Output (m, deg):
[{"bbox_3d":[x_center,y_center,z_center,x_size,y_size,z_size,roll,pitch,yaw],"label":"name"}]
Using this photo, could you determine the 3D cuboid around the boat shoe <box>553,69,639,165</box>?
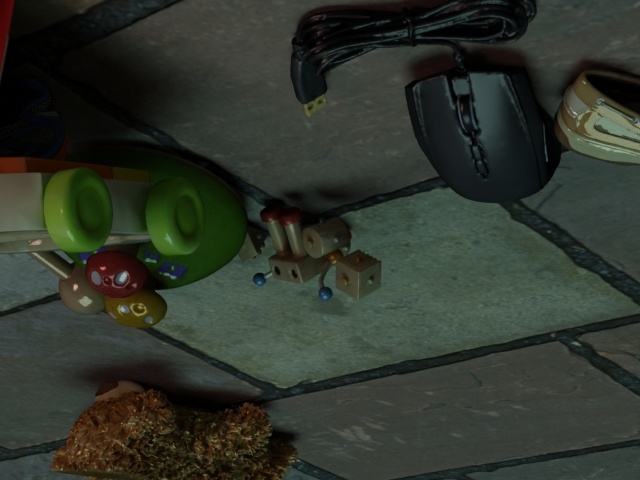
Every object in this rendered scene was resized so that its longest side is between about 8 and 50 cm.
[{"bbox_3d":[0.268,-0.083,1.094,0.190,0.068,0.072,8,142,-7],"label":"boat shoe"}]

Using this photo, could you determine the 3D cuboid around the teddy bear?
[{"bbox_3d":[-0.169,0.238,1.799,0.338,0.113,0.245,16,160,-38],"label":"teddy bear"}]

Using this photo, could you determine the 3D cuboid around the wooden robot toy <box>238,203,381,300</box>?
[{"bbox_3d":[0.000,0.000,1.317,0.079,0.076,0.173,-24,-159,-36],"label":"wooden robot toy"}]

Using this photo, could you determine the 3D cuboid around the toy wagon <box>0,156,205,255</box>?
[{"bbox_3d":[-0.257,-0.015,1.061,0.267,0.068,0.344,-6,176,26],"label":"toy wagon"}]

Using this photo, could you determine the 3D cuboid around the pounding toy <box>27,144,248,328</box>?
[{"bbox_3d":[-0.180,0.020,1.299,0.236,0.110,0.183,-16,142,35],"label":"pounding toy"}]

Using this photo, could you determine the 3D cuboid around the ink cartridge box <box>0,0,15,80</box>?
[{"bbox_3d":[-0.331,-0.120,1.024,0.231,0.134,0.078,-6,152,18],"label":"ink cartridge box"}]

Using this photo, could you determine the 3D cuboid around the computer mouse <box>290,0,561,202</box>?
[{"bbox_3d":[0.078,-0.084,1.120,0.184,0.060,0.262,-3,153,13],"label":"computer mouse"}]

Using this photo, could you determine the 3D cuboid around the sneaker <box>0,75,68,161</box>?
[{"bbox_3d":[-0.297,-0.103,1.136,0.221,0.083,0.087,1,149,-14],"label":"sneaker"}]
